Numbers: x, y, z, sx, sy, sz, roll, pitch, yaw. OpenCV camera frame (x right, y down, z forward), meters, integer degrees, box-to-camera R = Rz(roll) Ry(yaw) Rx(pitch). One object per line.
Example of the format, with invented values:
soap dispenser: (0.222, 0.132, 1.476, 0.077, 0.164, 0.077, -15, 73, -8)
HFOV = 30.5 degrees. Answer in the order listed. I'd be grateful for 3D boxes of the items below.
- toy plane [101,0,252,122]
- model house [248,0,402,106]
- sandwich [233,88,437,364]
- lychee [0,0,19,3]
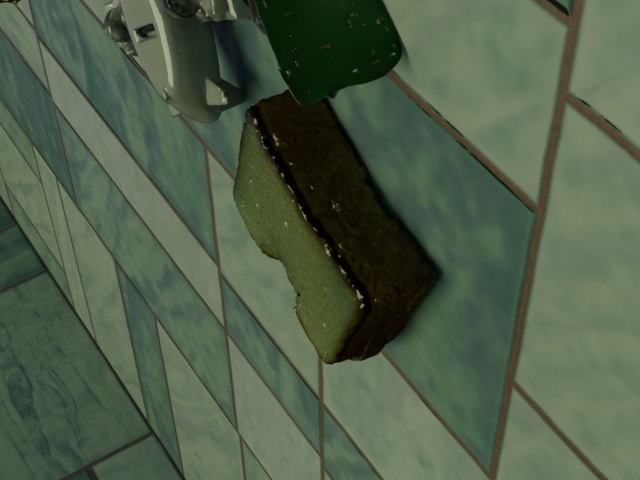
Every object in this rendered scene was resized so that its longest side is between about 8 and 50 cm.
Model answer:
toy plane: (-0.172, -0.259, 1.425, 0.245, 0.117, 0.244, 26, 129, 37)
model house: (-0.006, -0.213, 1.114, 0.167, 0.117, 0.088, 64, 175, -2)
sandwich: (0.001, -0.001, 1.328, 0.273, 0.095, 0.249, 59, 158, 16)
lychee: (-0.401, -0.485, 1.492, 0.320, 0.270, 0.270, 54, 165, -27)
